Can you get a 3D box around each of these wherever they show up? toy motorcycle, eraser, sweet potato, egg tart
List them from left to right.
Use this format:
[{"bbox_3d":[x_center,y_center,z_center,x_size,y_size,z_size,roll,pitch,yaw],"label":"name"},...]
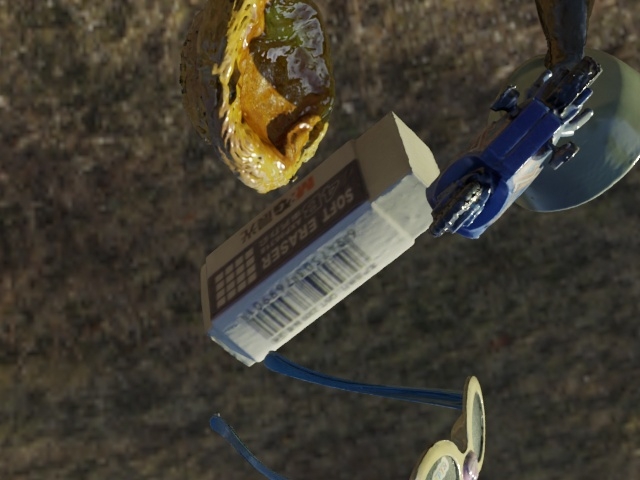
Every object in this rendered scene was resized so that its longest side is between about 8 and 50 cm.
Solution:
[{"bbox_3d":[-0.106,-0.240,2.098,0.150,0.352,0.352,0,152,28],"label":"egg tart"},{"bbox_3d":[0.000,0.000,1.495,0.279,0.124,0.081,-38,121,18],"label":"eraser"},{"bbox_3d":[0.153,-0.070,1.182,0.205,0.076,0.114,-46,177,-14],"label":"toy motorcycle"},{"bbox_3d":[0.238,-0.305,1.407,0.085,0.112,0.285,10,110,12],"label":"sweet potato"}]

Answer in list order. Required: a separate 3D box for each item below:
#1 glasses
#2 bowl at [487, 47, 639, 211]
[{"bbox_3d":[0.032,0.147,1.207,0.220,0.189,0.088,24,122,13],"label":"glasses"},{"bbox_3d":[0.369,-0.202,2.269,0.289,0.289,0.146,-27,130,27],"label":"bowl"}]
